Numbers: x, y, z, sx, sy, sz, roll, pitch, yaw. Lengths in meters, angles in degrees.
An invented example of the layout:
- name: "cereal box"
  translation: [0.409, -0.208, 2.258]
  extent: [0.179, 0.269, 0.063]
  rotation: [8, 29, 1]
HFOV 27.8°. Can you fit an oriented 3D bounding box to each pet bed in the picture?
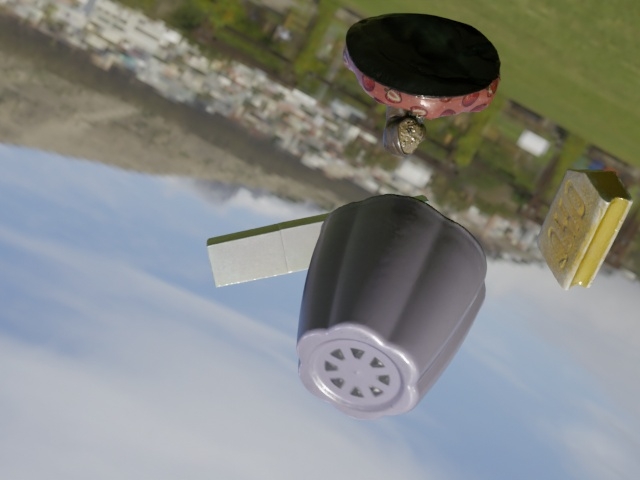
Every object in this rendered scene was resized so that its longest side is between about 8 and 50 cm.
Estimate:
- name: "pet bed"
  translation: [0.127, -0.218, 1.586]
  extent: [0.201, 0.053, 0.201]
  rotation: [4, -140, -3]

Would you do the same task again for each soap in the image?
- name: "soap"
  translation: [0.482, -0.035, 2.380]
  extent: [0.073, 0.232, 0.140]
  rotation: [-7, -132, -21]

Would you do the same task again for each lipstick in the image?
- name: "lipstick"
  translation: [0.000, 0.000, 2.143]
  extent: [0.372, 0.079, 0.076]
  rotation: [-12, -169, -1]

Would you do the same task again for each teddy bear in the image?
- name: "teddy bear"
  translation: [0.128, -0.194, 1.831]
  extent: [0.078, 0.160, 0.119]
  rotation: [20, 160, 33]

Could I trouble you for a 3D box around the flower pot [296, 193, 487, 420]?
- name: "flower pot"
  translation: [0.082, 0.103, 1.811]
  extent: [0.265, 0.265, 0.243]
  rotation: [29, -137, 0]
